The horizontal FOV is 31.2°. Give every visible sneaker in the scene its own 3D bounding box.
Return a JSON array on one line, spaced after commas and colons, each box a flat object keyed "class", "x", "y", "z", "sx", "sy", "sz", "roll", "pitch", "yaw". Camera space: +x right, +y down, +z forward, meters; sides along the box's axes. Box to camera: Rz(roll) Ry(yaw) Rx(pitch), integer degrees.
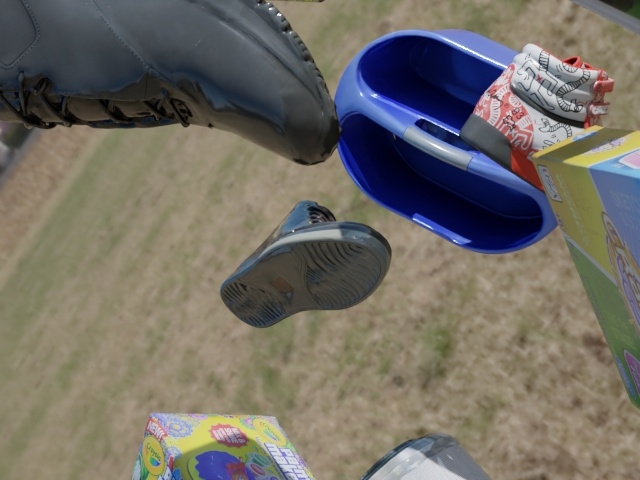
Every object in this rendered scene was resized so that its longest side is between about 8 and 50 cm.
[{"class": "sneaker", "x": -0.119, "y": -0.104, "z": 0.637, "sx": 0.130, "sy": 0.286, "sz": 0.109, "roll": -55, "pitch": -20, "yaw": -13}, {"class": "sneaker", "x": 0.296, "y": -0.103, "z": 1.252, "sx": 0.145, "sy": 0.270, "sz": 0.090, "roll": -57, "pitch": 16, "yaw": 9}, {"class": "sneaker", "x": 0.000, "y": 0.000, "z": 1.028, "sx": 0.222, "sy": 0.083, "sz": 0.118, "roll": -19, "pitch": 29, "yaw": 52}]

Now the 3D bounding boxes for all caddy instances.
[{"class": "caddy", "x": 0.179, "y": -0.131, "z": 1.462, "sx": 0.179, "sy": 0.341, "sz": 0.241, "roll": -27, "pitch": -40, "yaw": -57}]

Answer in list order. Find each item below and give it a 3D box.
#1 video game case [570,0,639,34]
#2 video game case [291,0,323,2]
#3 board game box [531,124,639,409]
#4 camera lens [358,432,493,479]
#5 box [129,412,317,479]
[{"class": "video game case", "x": 0.221, "y": -0.310, "z": 0.786, "sx": 0.300, "sy": 0.329, "sz": 0.036, "roll": -58, "pitch": 22, "yaw": 30}, {"class": "video game case", "x": -0.105, "y": -0.297, "z": 0.938, "sx": 0.042, "sy": 0.232, "sz": 0.210, "roll": -40, "pitch": -16, "yaw": 35}, {"class": "board game box", "x": 0.257, "y": 0.040, "z": 0.830, "sx": 0.064, "sy": 0.242, "sz": 0.316, "roll": -24, "pitch": 6, "yaw": 1}, {"class": "camera lens", "x": 0.179, "y": 0.431, "z": 1.636, "sx": 0.219, "sy": 0.274, "sz": 0.219, "roll": -33, "pitch": -26, "yaw": -19}, {"class": "box", "x": -0.111, "y": 0.397, "z": 1.332, "sx": 0.290, "sy": 0.177, "sz": 0.279, "roll": 46, "pitch": 123, "yaw": 52}]
